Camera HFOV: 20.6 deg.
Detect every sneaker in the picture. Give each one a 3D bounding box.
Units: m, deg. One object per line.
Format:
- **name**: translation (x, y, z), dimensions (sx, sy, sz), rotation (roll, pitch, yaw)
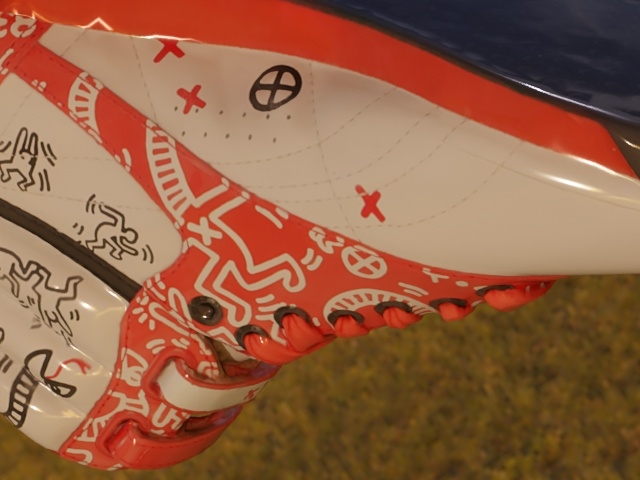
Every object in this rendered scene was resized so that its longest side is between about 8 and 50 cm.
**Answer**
- **sneaker**: translation (0.000, -0.001, 0.464), dimensions (0.270, 0.145, 0.090), rotation (16, 27, 19)
